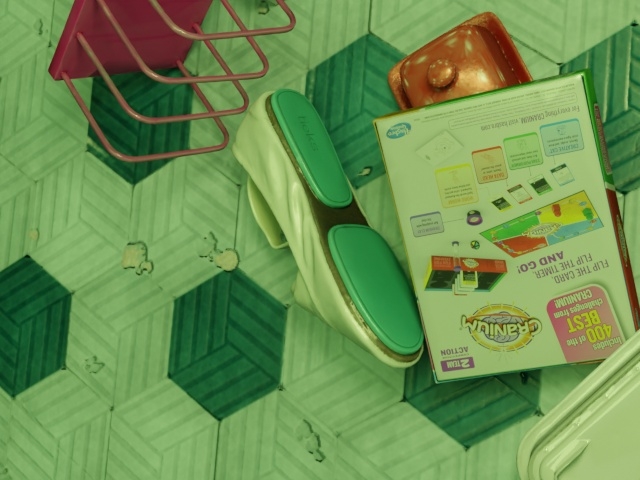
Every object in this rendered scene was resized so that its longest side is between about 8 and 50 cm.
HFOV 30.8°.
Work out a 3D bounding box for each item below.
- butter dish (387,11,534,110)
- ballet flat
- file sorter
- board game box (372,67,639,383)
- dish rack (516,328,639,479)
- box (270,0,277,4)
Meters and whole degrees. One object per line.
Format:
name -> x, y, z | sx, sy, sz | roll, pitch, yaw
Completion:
butter dish -> 0.159, -0.185, 1.374 | 0.160, 0.118, 0.160 | -29, 72, 17
ballet flat -> 0.000, 0.000, 1.429 | 0.139, 0.139, 0.400 | -33, 68, 17
file sorter -> -0.164, -0.258, 1.411 | 0.182, 0.202, 0.290 | 54, 134, 22
board game box -> 0.213, -0.011, 1.304 | 0.242, 0.064, 0.316 | -10, 99, 22
dish rack -> 0.399, 0.231, 1.208 | 0.285, 0.072, 0.333 | 46, 104, 6
box -> -0.060, -0.420, 1.514 | 0.130, 0.091, 0.170 | -30, 73, 17
